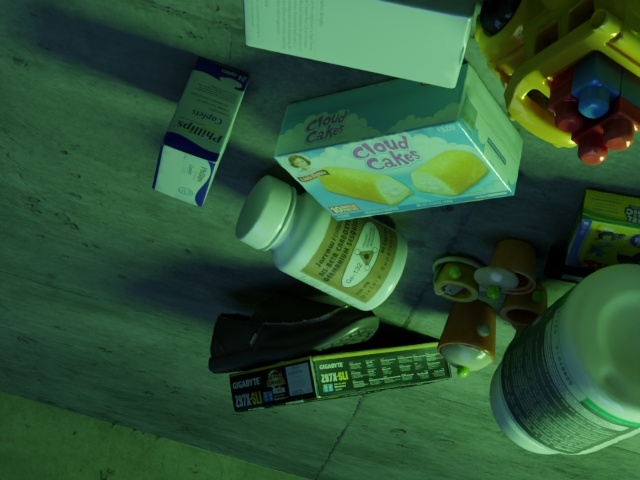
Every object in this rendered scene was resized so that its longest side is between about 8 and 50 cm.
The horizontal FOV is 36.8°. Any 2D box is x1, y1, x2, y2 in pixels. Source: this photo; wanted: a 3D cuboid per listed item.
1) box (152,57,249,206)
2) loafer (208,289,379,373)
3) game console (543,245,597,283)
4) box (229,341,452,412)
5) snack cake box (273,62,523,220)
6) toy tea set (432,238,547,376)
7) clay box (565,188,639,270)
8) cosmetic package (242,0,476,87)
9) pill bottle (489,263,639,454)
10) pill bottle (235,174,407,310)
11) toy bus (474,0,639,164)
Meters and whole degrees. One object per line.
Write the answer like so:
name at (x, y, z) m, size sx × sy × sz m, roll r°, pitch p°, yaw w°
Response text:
box at (-0.153, -0.135, 1.216) m, size 0.072 × 0.137 × 0.126 m, roll 20°, pitch 153°, yaw -6°
loafer at (-0.066, 0.150, 1.702) m, size 0.365 × 0.130 × 0.133 m, roll -16°, pitch 170°, yaw 32°
game console at (0.380, 0.055, 1.359) m, size 0.122 × 0.071 × 0.107 m, roll 11°, pitch 146°, yaw 10°
box at (0.036, 0.249, 1.753) m, size 0.322 × 0.079 × 0.257 m, roll -1°, pitch 165°, yaw -38°
snack cake box at (0.094, -0.114, 1.180) m, size 0.264 × 0.089 × 0.152 m, roll -7°, pitch 146°, yaw 37°
toy tea set at (0.264, 0.123, 1.492) m, size 0.200 × 0.124 × 0.336 m, roll 4°, pitch 151°, yaw 22°
clay box at (0.443, 0.004, 1.254) m, size 0.222 × 0.053 × 0.127 m, roll 11°, pitch 152°, yaw 10°
cosmetic package at (0.039, -0.241, 0.978) m, size 0.231 × 0.086 × 0.117 m, roll 12°, pitch 153°, yaw 3°
pill bottle at (0.368, 0.183, 1.332) m, size 0.204 × 0.204 × 0.361 m, roll 17°, pitch 157°, yaw -2°
pill bottle at (0.000, 0.000, 1.396) m, size 0.229 × 0.131 × 0.131 m, roll 27°, pitch 151°, yaw -20°
toy bus at (0.239, -0.160, 0.886) m, size 0.149 × 0.211 × 0.220 m, roll 25°, pitch 153°, yaw -21°
